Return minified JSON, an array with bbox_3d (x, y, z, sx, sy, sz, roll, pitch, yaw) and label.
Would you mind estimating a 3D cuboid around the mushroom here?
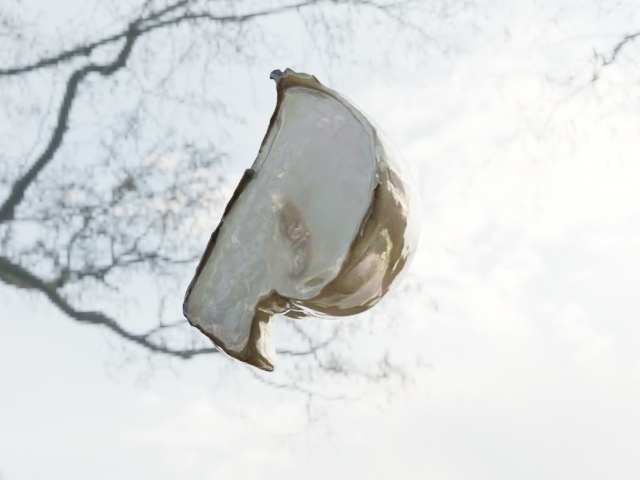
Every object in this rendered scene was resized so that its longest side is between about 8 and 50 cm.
[{"bbox_3d":[0.024,0.009,0.980,0.162,0.236,0.173,16,-10,46],"label":"mushroom"}]
